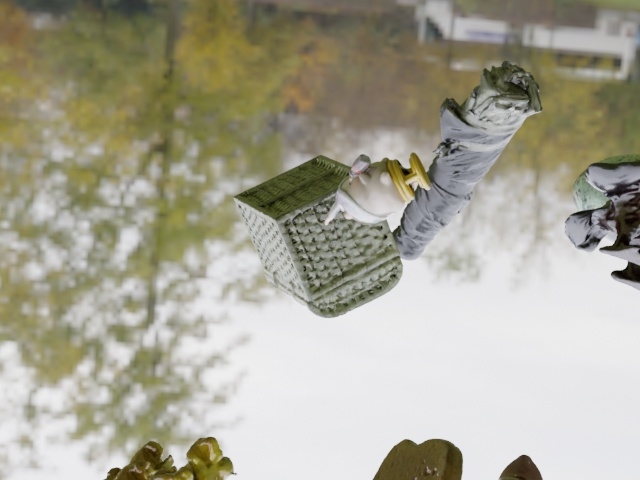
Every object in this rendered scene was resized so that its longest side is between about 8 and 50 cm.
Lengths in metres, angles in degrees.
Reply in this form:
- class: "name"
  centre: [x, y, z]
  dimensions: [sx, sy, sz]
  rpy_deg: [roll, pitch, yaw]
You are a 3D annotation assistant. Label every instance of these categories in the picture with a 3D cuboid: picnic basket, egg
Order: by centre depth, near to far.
- class: "picnic basket"
  centre: [0.000, 0.000, 1.945]
  dimensions: [0.134, 0.154, 0.196]
  rpy_deg: [-27, -164, -12]
- class: "egg"
  centre: [0.438, -0.058, 2.259]
  dimensions: [0.172, 0.132, 0.132]
  rpy_deg: [15, -168, 34]

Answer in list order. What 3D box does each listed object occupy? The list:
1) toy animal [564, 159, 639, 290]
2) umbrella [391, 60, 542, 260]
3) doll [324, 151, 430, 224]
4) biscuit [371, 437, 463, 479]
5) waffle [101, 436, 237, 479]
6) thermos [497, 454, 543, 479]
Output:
- class: "toy animal"
  centre: [0.356, -0.042, 1.679]
  dimensions: [0.116, 0.179, 0.218]
  rpy_deg: [39, 169, 50]
- class: "umbrella"
  centre: [0.192, -0.113, 2.330]
  dimensions: [0.113, 0.358, 0.106]
  rpy_deg: [-2, -131, -37]
- class: "doll"
  centre: [0.054, -0.061, 1.798]
  dimensions: [0.127, 0.084, 0.073]
  rpy_deg: [-24, -145, 11]
- class: "biscuit"
  centre: [0.109, 0.407, 2.277]
  dimensions: [0.049, 0.273, 0.257]
  rpy_deg: [36, 161, -16]
- class: "waffle"
  centre: [-0.207, 0.287, 1.510]
  dimensions: [0.260, 0.069, 0.293]
  rpy_deg: [-42, -175, -17]
- class: "thermos"
  centre: [0.269, 0.445, 2.310]
  dimensions: [0.109, 0.136, 0.330]
  rpy_deg: [-21, -164, 27]
